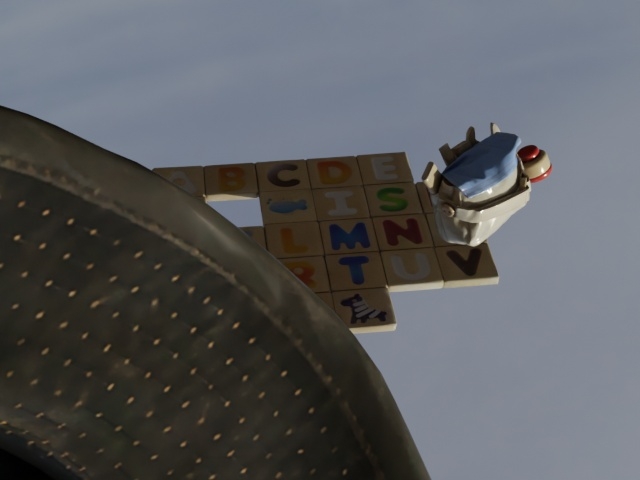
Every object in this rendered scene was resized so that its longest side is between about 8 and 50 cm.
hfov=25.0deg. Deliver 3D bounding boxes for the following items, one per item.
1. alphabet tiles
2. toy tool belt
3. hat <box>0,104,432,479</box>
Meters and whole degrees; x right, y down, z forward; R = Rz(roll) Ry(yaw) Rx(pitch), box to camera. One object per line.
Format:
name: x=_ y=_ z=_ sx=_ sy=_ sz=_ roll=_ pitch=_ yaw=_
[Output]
alphabet tiles: x=0.000 y=0.000 z=1.034 sx=0.237 sy=0.009 sz=0.198 roll=-4 pitch=-141 yaw=-5
toy tool belt: x=0.089 y=-0.038 z=0.774 sx=0.083 sy=0.051 sz=0.052 roll=-40 pitch=-151 yaw=-28
hat: x=-0.129 y=0.124 z=0.374 sx=0.331 sy=0.331 sz=0.134 roll=-19 pitch=-169 yaw=-11
